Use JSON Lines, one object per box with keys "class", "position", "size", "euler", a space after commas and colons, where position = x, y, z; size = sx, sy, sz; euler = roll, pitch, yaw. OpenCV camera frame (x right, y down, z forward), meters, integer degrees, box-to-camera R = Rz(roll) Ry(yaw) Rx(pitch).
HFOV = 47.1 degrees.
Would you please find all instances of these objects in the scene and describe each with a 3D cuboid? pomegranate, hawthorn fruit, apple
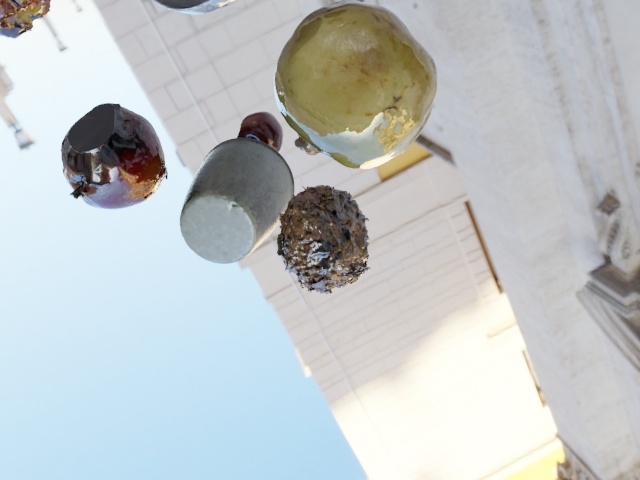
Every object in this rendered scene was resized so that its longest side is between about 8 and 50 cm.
{"class": "pomegranate", "position": [0.062, -0.297, 1.446], "size": [0.332, 0.332, 0.332], "euler": [-21, -152, 12]}
{"class": "hawthorn fruit", "position": [-0.575, -0.235, 2.054], "size": [0.316, 0.316, 0.316], "euler": [-21, -152, 12]}
{"class": "apple", "position": [-0.185, -0.332, 2.321], "size": [0.147, 0.156, 0.158], "euler": [-17, -160, 25]}

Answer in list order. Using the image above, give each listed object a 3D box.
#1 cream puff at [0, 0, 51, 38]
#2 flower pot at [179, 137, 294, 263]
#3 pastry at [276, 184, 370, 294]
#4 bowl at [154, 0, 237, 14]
{"class": "cream puff", "position": [-0.689, -0.526, 1.421], "size": [0.350, 0.350, 0.228], "euler": [28, -78, 57]}
{"class": "flower pot", "position": [-0.252, -0.103, 2.089], "size": [0.293, 0.293, 0.330], "euler": [-16, -157, 20]}
{"class": "pastry", "position": [0.000, 0.000, 1.778], "size": [0.193, 0.275, 0.275], "euler": [-14, -150, 37]}
{"class": "bowl", "position": [-0.205, -0.559, 1.372], "size": [0.287, 0.287, 0.144], "euler": [-9, 177, 30]}
